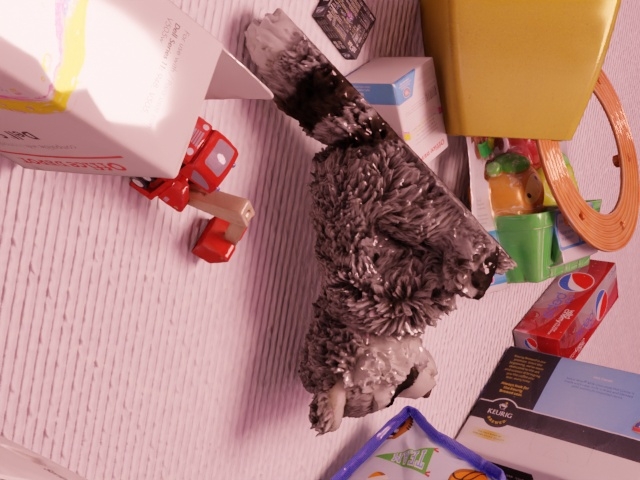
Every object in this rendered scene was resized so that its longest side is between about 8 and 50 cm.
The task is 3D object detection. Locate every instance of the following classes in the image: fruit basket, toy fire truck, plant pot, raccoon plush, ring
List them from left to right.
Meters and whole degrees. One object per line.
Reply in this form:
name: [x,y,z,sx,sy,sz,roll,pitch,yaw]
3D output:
toy fire truck: [-0.112,-0.043,0.836,0.135,0.192,0.047,36,65,-17]
raccoon plush: [0.000,0.000,1.001,0.299,0.446,0.216,-42,176,9]
plant pot: [0.240,-0.224,1.106,0.212,0.212,0.187,-102,-165,-81]
fruit basket: [0.327,-0.113,1.335,0.327,0.165,0.353,-10,102,-49]
ring: [0.405,-0.144,1.325,0.337,0.032,0.336,17,67,-43]

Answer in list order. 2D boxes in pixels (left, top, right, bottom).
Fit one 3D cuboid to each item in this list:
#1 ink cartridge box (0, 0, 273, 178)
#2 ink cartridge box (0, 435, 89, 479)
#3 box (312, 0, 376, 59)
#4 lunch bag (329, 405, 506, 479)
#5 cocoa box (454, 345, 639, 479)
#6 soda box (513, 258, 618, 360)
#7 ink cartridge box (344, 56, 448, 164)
ink cartridge box: [-0.222,-0.141,0.627,0.353,0.207,0.119,32,71,-48]
ink cartridge box: [-0.295,0.282,0.630,0.115,0.198,0.272,33,71,-47]
box: [0.031,-0.273,1.055,0.083,0.018,0.067,43,65,-45]
lunch bag: [0.091,0.480,1.121,0.385,0.239,0.327,-38,127,-20]
cocoa box: [0.444,0.355,1.419,0.228,0.347,0.231,-52,133,-31]
soda box: [0.461,0.135,1.597,0.263,0.092,0.083,-40,127,-39]
ink cartridge box: [0.096,-0.152,1.102,0.092,0.090,0.143,-39,126,-39]
